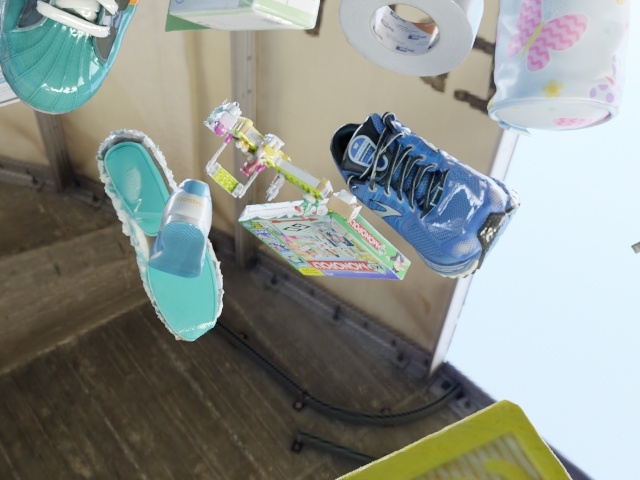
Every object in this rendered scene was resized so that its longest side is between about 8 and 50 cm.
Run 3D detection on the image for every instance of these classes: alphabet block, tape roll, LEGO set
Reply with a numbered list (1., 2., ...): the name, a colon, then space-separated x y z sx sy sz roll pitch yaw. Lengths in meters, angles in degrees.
1. alphabet block: 0.121 0.283 0.611 0.192 0.197 0.193 -24 -129 -11
2. tape roll: 0.143 -0.359 1.188 0.219 0.219 0.072 16 -113 10
3. LEGO set: -0.079 -0.097 1.207 0.287 0.132 0.107 38 -100 -18

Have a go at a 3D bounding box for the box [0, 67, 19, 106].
1. box: -0.319 -0.294 0.702 0.087 0.290 0.169 -10 -146 23

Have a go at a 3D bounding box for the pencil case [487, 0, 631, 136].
1. pencil case: 0.213 -0.235 0.672 0.113 0.273 0.124 7 175 -44

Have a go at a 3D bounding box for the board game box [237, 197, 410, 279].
1. board game box: 0.000 0.000 1.503 0.317 0.213 0.046 -1 -126 53

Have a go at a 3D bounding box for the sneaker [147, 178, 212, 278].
1. sneaker: -0.212 -0.009 1.163 0.087 0.228 0.092 17 -119 -14

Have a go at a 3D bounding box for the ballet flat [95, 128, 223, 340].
1. ballet flat: -0.283 -0.018 1.373 0.147 0.409 0.147 -15 -161 5

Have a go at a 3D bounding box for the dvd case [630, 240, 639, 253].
1. dvd case: 0.537 -0.047 1.005 0.164 0.221 0.018 -9 -112 -56

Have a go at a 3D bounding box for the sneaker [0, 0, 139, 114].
1. sneaker: -0.170 -0.246 0.577 0.108 0.302 0.121 17 178 -30

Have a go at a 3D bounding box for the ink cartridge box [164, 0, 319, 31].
1. ink cartridge box: -0.071 -0.239 0.533 0.056 0.171 0.235 6 -172 -39

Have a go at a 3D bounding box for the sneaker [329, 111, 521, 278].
1. sneaker: 0.096 -0.063 0.869 0.147 0.130 0.330 29 -176 -29
